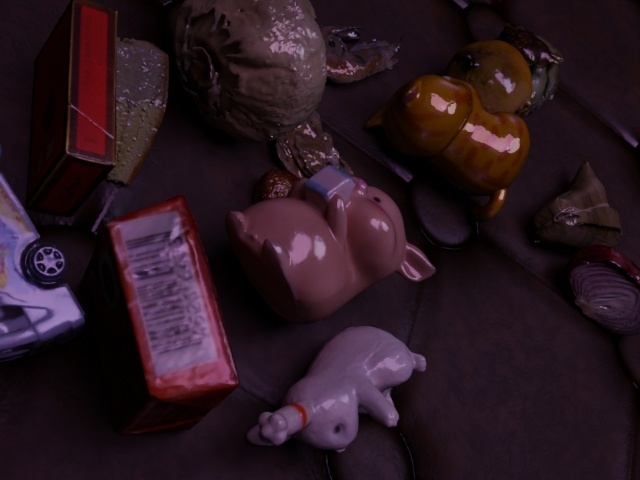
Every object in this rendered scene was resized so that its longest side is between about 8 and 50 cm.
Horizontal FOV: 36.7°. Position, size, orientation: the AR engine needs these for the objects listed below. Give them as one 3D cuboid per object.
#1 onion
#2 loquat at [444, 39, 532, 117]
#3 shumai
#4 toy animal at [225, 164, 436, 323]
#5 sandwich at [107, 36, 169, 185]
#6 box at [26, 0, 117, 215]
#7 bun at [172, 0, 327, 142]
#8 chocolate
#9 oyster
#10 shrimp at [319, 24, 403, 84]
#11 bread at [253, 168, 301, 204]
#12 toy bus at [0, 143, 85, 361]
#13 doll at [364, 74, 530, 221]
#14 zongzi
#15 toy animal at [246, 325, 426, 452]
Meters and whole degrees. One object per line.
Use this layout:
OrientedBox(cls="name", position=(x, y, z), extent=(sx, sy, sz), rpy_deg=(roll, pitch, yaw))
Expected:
OrientedBox(cls="onion", position=(0.542, 0.074, 1.761), extent=(0.206, 0.151, 0.098), rpy_deg=(51, 31, -24))
OrientedBox(cls="loquat", position=(0.316, -0.281, 1.778), extent=(0.204, 0.149, 0.172), rpy_deg=(29, 52, -30))
OrientedBox(cls="shumai", position=(0.416, -0.350, 1.893), extent=(0.184, 0.142, 0.184), rpy_deg=(14, 60, -27))
OrientedBox(cls="toy animal", position=(0.003, -0.003, 1.361), extent=(0.256, 0.213, 0.195), rpy_deg=(-31, 46, -25))
OrientedBox(cls="sandwich", position=(-0.271, -0.207, 1.349), extent=(0.094, 0.096, 0.258), rpy_deg=(12, 57, -25))
OrientedBox(cls="box", position=(-0.321, -0.171, 1.249), extent=(0.074, 0.153, 0.240), rpy_deg=(14, 58, -35))
OrientedBox(cls="bun", position=(-0.117, -0.269, 1.396), extent=(0.152, 0.259, 0.259), rpy_deg=(-19, 78, -36))
OrientedBox(cls="chocolate", position=(-0.199, 0.102, 1.146), extent=(0.108, 0.235, 0.237), rpy_deg=(-12, 74, -26))
OrientedBox(cls="oyster", position=(-0.014, -0.149, 1.518), extent=(0.133, 0.072, 0.209), rpy_deg=(3, 63, -38))
OrientedBox(cls="shrimp", position=(0.061, -0.338, 1.696), extent=(0.223, 0.047, 0.126), rpy_deg=(-26, 73, -41))
OrientedBox(cls="bread", position=(-0.057, -0.069, 1.452), extent=(0.085, 0.053, 0.085), rpy_deg=(18, 57, -29))
OrientedBox(cls="toy bus", position=(-0.408, -0.010, 1.133), extent=(0.136, 0.109, 0.330), rpy_deg=(-29, 84, -33))
OrientedBox(cls="doll", position=(0.229, -0.180, 1.655), extent=(0.269, 0.166, 0.162), rpy_deg=(34, 48, -13))
OrientedBox(cls="zongzi", position=(0.469, -0.076, 1.807), extent=(0.194, 0.099, 0.197), rpy_deg=(9, 63, -39))
OrientedBox(cls="toy animal", position=(0.019, 0.226, 1.296), extent=(0.138, 0.140, 0.282), rpy_deg=(44, 44, 4))
